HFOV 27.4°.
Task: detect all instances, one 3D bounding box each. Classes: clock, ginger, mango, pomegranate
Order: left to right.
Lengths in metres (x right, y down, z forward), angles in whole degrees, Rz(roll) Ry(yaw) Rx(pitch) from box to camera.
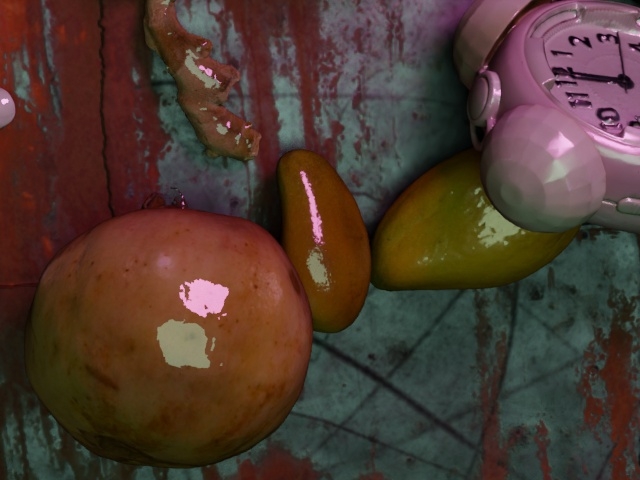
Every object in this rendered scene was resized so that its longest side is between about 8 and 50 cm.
[{"bbox_3d":[-0.168,0.094,1.488,0.338,0.338,0.338,-2,101,-8],"label":"pomegranate"},{"bbox_3d":[-0.152,-0.216,1.547,0.089,0.075,0.288,-18,109,18],"label":"ginger"},{"bbox_3d":[0.000,0.000,1.586,0.099,0.136,0.228,-9,95,37],"label":"mango"},{"bbox_3d":[0.200,-0.027,1.618,0.316,0.119,0.176,-22,103,3],"label":"mango"},{"bbox_3d":[0.323,-0.146,1.510,0.325,0.342,0.184,8,132,-16],"label":"clock"}]

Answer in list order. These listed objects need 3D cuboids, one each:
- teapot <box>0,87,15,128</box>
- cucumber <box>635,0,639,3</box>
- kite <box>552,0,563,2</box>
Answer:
[{"bbox_3d":[-0.505,-0.109,1.483,0.299,0.166,0.208,-15,110,2],"label":"teapot"},{"bbox_3d":[0.520,-0.297,1.643,0.284,0.056,0.056,4,100,-5],"label":"cucumber"},{"bbox_3d":[0.274,-0.321,1.626,0.125,0.008,0.222,-33,104,-4],"label":"kite"}]
